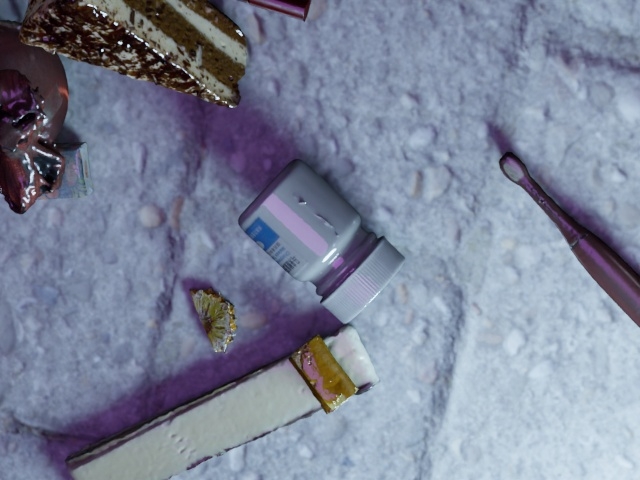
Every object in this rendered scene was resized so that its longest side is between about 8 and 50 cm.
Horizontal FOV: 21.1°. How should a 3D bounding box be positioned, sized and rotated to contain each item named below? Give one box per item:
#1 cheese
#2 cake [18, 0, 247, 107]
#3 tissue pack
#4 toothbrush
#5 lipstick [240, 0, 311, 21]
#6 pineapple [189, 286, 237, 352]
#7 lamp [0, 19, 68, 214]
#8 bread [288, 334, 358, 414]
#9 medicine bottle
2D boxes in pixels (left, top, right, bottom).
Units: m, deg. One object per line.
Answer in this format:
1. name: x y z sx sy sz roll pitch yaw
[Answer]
1. cheese: -0.119 0.211 2.001 0.400 0.034 0.085 -27 96 16
2. cake: -0.205 -0.224 1.835 0.135 0.112 0.246 -17 143 38
3. tissue pack: -0.306 -0.080 1.957 0.083 0.035 0.063 -3 105 12
4. toothbrush: 0.321 0.041 1.866 0.364 0.041 0.041 46 108 -2
5. lipstick: -0.097 -0.276 1.870 0.176 0.027 0.027 18 107 7
6. pineapple: -0.118 0.088 1.973 0.045 0.019 0.083 -18 98 18
7. lamp: -0.336 -0.156 1.852 0.151 0.215 0.223 -41 63 -16
8. bread: 0.002 0.151 1.926 0.047 0.036 0.083 -35 94 11
9. medicine bottle: 0.000 0.000 1.882 0.168 0.105 0.105 43 108 -2
